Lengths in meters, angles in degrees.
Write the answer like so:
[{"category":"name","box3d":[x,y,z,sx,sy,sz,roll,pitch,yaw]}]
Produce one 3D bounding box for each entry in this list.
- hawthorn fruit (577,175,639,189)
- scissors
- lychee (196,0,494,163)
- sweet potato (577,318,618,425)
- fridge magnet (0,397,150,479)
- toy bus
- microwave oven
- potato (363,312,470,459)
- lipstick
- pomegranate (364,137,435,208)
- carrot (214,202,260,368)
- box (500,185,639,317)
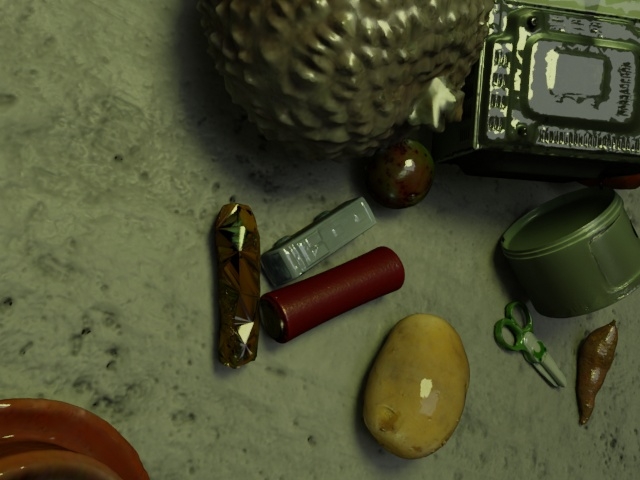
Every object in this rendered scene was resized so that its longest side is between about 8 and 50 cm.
[{"category":"hawthorn fruit","box3d":[0.597,-0.227,1.213,0.284,0.284,0.285,6,78,-31]},{"category":"scissors","box3d":[0.414,0.215,1.154,0.204,0.027,0.101,49,62,-13]},{"category":"lychee","box3d":[0.030,-0.302,0.816,0.380,0.380,0.432,-35,74,-31]},{"category":"sweet potato","box3d":[0.558,0.265,1.219,0.068,0.068,0.226,16,91,-28]},{"category":"fridge magnet","box3d":[-0.319,0.345,0.593,0.363,0.155,0.364,8,78,-46]},{"category":"toy bus","box3d":[0.000,0.000,0.910,0.190,0.075,0.064,-34,100,-32]},{"category":"microwave oven","box3d":[0.385,-0.241,0.954,0.354,0.218,0.287,5,90,-10]},{"category":"potato","box3d":[0.160,0.227,0.939,0.234,0.146,0.150,-62,143,-25]},{"category":"lipstick","box3d":[0.022,0.078,0.907,0.241,0.080,0.080,-20,92,-33]},{"category":"pomegranate","box3d":[0.125,-0.114,0.986,0.130,0.130,0.130,6,78,-31]},{"category":"carrot","box3d":[-0.117,0.063,0.838,0.068,0.069,0.229,3,80,-31]},{"category":"box","box3d":[0.470,0.020,1.105,0.226,0.226,0.149,-38,102,-31]}]
